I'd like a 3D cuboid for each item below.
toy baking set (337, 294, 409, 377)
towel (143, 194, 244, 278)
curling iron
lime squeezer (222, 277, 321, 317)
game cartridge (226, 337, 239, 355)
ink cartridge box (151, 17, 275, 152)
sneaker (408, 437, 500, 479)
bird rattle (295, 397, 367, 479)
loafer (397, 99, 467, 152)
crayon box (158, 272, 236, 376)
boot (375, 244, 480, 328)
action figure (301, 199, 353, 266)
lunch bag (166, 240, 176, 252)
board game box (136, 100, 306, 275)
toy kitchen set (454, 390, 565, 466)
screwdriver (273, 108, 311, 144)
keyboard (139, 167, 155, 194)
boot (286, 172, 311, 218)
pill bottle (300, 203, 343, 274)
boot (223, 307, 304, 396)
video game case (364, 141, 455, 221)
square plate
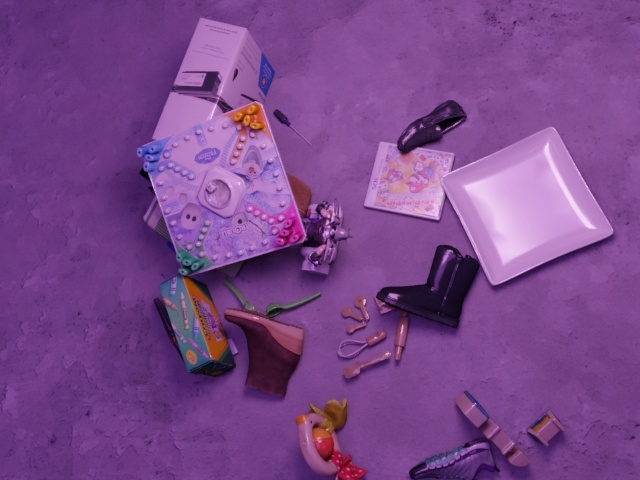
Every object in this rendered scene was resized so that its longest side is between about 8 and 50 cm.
[{"bbox_3d":[0.148,0.265,1.768,0.197,0.030,0.256,1,71,20],"label":"toy baking set"},{"bbox_3d":[-0.339,-0.067,1.866,0.325,0.038,0.247,30,107,-6],"label":"towel"},{"bbox_3d":[-0.429,0.285,1.901,0.068,0.035,0.274,-38,72,-1],"label":"curling iron"},{"bbox_3d":[-0.155,0.185,1.857,0.311,0.058,0.109,6,49,17],"label":"lime squeezer"},{"bbox_3d":[-0.288,0.327,1.867,0.083,0.017,0.056,-30,68,6],"label":"game cartridge"},{"bbox_3d":[-0.312,-0.411,1.901,0.166,0.285,0.394,18,83,16],"label":"ink cartridge box"},{"bbox_3d":[0.343,0.592,1.617,0.224,0.083,0.098,-24,78,7],"label":"sneaker"},{"bbox_3d":[0.006,0.547,1.656,0.143,0.207,0.253,-22,63,27],"label":"bird rattle"},{"bbox_3d":[0.322,-0.323,1.821,0.223,0.076,0.078,-35,58,-7],"label":"loafer"},{"bbox_3d":[-0.353,0.245,1.810,0.081,0.165,0.278,-28,68,8],"label":"crayon box"},{"bbox_3d":[0.293,0.106,1.713,0.247,0.094,0.207,19,84,-3],"label":"boot"},{"bbox_3d":[-0.038,-0.027,1.735,0.285,0.099,0.185,6,72,26],"label":"action figure"},{"bbox_3d":[-0.424,0.013,1.946,0.098,0.065,0.067,33,87,18],"label":"lunch bag"},{"bbox_3d":[-0.276,-0.128,1.702,0.390,0.050,0.389,-17,95,19],"label":"board game box"},{"bbox_3d":[0.484,0.445,1.616,0.166,0.122,0.207,-44,91,1],"label":"toy kitchen set"},{"bbox_3d":[-0.087,-0.353,1.970,0.024,0.025,0.170,-46,71,1],"label":"screwdriver"},{"bbox_3d":[-0.506,-0.179,2.036,0.192,0.038,0.100,34,64,20],"label":"keyboard"},{"bbox_3d":[-0.170,-0.163,1.874,0.305,0.112,0.115,25,73,-10],"label":"boot"},{"bbox_3d":[0.000,0.000,1.822,0.108,0.108,0.193,7,79,15],"label":"pill bottle"},{"bbox_3d":[-0.181,0.314,1.776,0.249,0.090,0.206,19,90,-2],"label":"boot"},{"bbox_3d":[0.259,-0.175,1.842,0.227,0.026,0.206,12,81,16],"label":"video game case"},{"bbox_3d":[0.558,-0.094,1.735,0.347,0.049,0.343,-25,73,7],"label":"square plate"}]
